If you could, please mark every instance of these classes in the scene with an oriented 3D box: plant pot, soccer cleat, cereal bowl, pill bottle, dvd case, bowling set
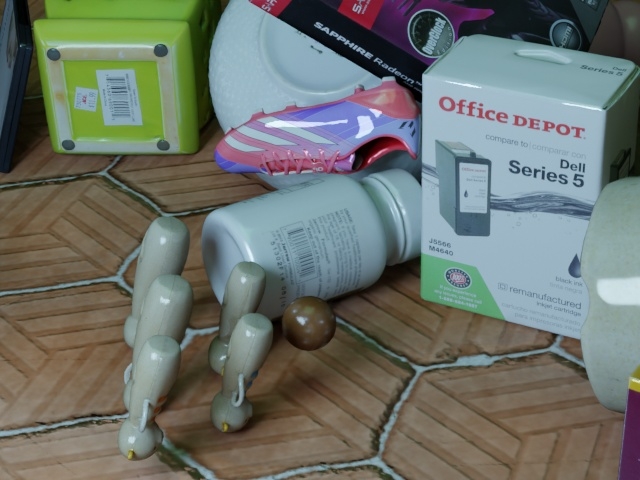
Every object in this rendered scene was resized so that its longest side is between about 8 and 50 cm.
[{"bbox_3d":[0.409,0.051,1.335,0.306,0.333,0.334,1,30,27],"label":"plant pot"},{"bbox_3d":[-0.005,-0.106,1.644,0.248,0.083,0.095,-16,70,18],"label":"soccer cleat"},{"bbox_3d":[-0.250,-0.234,1.919,0.227,0.228,0.207,1,37,3],"label":"plant pot"},{"bbox_3d":[0.020,-0.219,1.769,0.339,0.141,0.338,-4,73,13],"label":"cereal bowl"},{"bbox_3d":[0.000,0.000,1.589,0.229,0.131,0.131,-18,34,-26],"label":"pill bottle"},{"bbox_3d":[-0.410,-0.224,1.951,0.022,0.180,0.253,8,28,-18],"label":"dvd case"},{"bbox_3d":[-0.095,0.116,1.430,0.200,0.154,0.287,14,29,-8],"label":"bowling set"}]

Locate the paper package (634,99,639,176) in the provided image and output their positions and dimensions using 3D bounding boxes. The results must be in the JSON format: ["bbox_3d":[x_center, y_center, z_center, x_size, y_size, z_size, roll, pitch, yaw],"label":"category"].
[{"bbox_3d":[0.564,-0.070,1.631,0.310,0.168,0.325,-18,33,-23],"label":"paper package"}]

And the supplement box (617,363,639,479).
[{"bbox_3d":[0.302,0.175,1.220,0.081,0.188,0.104,19,37,30],"label":"supplement box"}]

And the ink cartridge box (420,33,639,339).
[{"bbox_3d":[0.213,-0.056,1.529,0.198,0.272,0.115,14,35,26],"label":"ink cartridge box"}]

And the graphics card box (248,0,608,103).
[{"bbox_3d":[0.129,-0.280,1.663,0.371,0.094,0.232,30,67,-12],"label":"graphics card box"}]

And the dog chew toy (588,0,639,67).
[{"bbox_3d":[0.301,-0.249,1.932,0.332,0.206,0.206,-1,30,-14],"label":"dog chew toy"}]
